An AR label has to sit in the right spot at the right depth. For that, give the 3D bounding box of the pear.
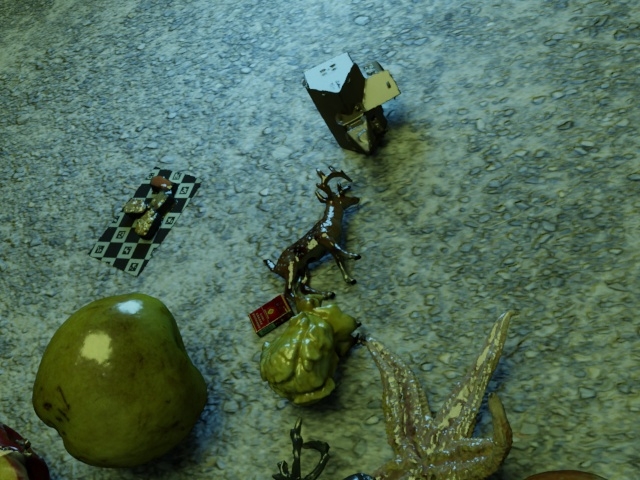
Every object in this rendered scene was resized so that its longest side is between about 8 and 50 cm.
[{"bbox_3d":[-0.363,0.257,1.604,0.303,0.304,0.304,-15,49,18],"label":"pear"}]

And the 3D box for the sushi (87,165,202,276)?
[{"bbox_3d":[-0.410,-0.064,2.057,0.192,0.043,0.280,18,66,38],"label":"sushi"}]

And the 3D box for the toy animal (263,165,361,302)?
[{"bbox_3d":[-0.006,-0.011,1.762,0.243,0.087,0.260,-33,49,0],"label":"toy animal"}]

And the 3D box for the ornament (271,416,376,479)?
[{"bbox_3d":[0.004,0.362,1.368,0.202,0.080,0.236,-52,26,22],"label":"ornament"}]

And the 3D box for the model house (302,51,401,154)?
[{"bbox_3d":[0.088,-0.258,1.829,0.176,0.181,0.248,-26,42,9],"label":"model house"}]

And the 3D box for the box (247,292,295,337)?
[{"bbox_3d":[-0.095,0.145,1.731,0.082,0.023,0.051,-33,47,3],"label":"box"}]

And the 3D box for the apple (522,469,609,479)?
[{"bbox_3d":[0.314,0.445,1.102,0.250,0.277,0.309,-30,20,23],"label":"apple"}]

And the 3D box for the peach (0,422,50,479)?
[{"bbox_3d":[-0.651,0.494,1.654,0.257,0.201,0.362,34,89,4],"label":"peach"}]

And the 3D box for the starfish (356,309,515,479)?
[{"bbox_3d":[0.152,0.294,1.397,0.398,0.132,0.384,-29,42,41],"label":"starfish"}]

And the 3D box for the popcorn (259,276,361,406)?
[{"bbox_3d":[-0.022,0.185,1.556,0.173,0.168,0.195,33,76,14],"label":"popcorn"}]
